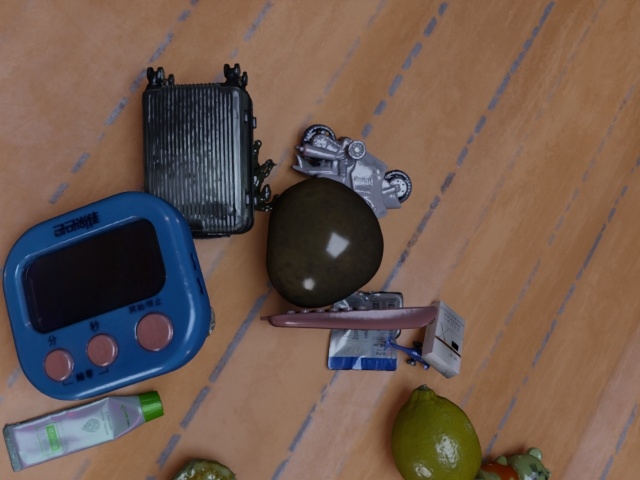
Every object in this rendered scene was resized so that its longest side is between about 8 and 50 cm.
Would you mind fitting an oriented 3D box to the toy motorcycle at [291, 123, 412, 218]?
[{"bbox_3d":[0.055,-0.118,1.578,0.260,0.110,0.171,29,93,-16],"label":"toy motorcycle"}]

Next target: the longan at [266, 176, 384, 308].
[{"bbox_3d":[0.000,0.000,1.472,0.246,0.246,0.215,-48,152,-16],"label":"longan"}]

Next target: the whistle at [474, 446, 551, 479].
[{"bbox_3d":[0.404,0.552,1.734,0.288,0.106,0.131,-6,86,-24],"label":"whistle"}]

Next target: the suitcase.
[{"bbox_3d":[-0.221,-0.157,1.404,0.202,0.128,0.312,0,91,5],"label":"suitcase"}]

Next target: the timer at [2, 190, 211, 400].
[{"bbox_3d":[-0.356,0.093,1.299,0.340,0.115,0.309,-19,79,11],"label":"timer"}]

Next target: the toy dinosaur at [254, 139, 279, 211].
[{"bbox_3d":[-0.174,-0.108,1.520,0.178,0.087,0.187,0,72,12],"label":"toy dinosaur"}]

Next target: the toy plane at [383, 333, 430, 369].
[{"bbox_3d":[0.199,0.240,1.657,0.167,0.062,0.054,23,82,-28],"label":"toy plane"}]

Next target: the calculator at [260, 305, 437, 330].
[{"bbox_3d":[0.048,0.153,1.493,0.329,0.220,0.048,0,85,-5],"label":"calculator"}]

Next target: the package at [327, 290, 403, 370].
[{"bbox_3d":[0.097,0.191,1.638,0.171,0.027,0.173,6,90,-27],"label":"package"}]

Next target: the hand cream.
[{"bbox_3d":[-0.426,0.335,1.403,0.275,0.050,0.079,-15,69,-19],"label":"hand cream"}]

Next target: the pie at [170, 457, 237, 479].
[{"bbox_3d":[-0.235,0.538,1.462,0.201,0.090,0.248,24,81,-33],"label":"pie"}]

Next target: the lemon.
[{"bbox_3d":[0.238,0.425,1.618,0.184,0.184,0.248,-23,95,-22],"label":"lemon"}]

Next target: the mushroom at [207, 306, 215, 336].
[{"bbox_3d":[-0.304,0.162,1.432,0.223,0.081,0.092,-12,73,-26],"label":"mushroom"}]

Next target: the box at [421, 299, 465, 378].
[{"bbox_3d":[0.266,0.212,1.664,0.084,0.040,0.154,42,40,-21],"label":"box"}]
